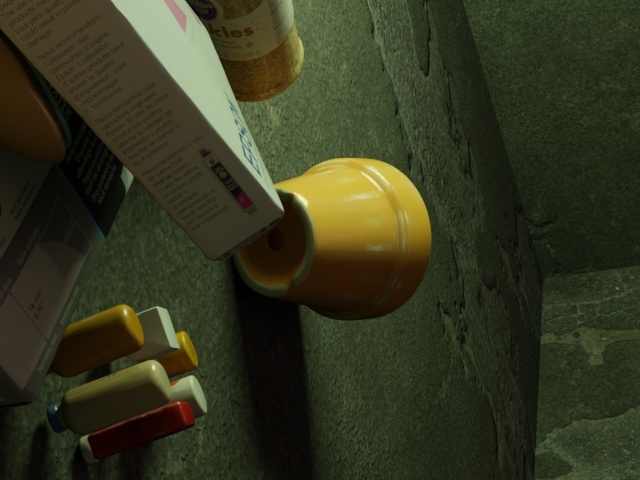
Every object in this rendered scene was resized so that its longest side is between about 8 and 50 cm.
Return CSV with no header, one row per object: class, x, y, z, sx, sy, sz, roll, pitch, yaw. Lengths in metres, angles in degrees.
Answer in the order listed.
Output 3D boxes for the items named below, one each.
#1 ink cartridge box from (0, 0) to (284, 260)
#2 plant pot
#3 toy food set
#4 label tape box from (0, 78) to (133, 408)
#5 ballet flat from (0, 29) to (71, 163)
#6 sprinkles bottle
ink cartridge box,-0.164,-0.189,0.706,0.330,0.071,0.324,53,8,-36
plant pot,0.000,0.000,1.262,0.188,0.205,0.205,-2,83,-54
toy food set,-0.175,0.127,0.913,0.232,0.104,0.111,60,10,-81
label tape box,-0.272,-0.080,0.687,0.241,0.105,0.334,-77,150,-45
ballet flat,-0.236,-0.131,0.605,0.073,0.080,0.232,-34,92,-29
sprinkles bottle,-0.094,-0.283,1.081,0.355,0.121,0.121,75,14,-65
